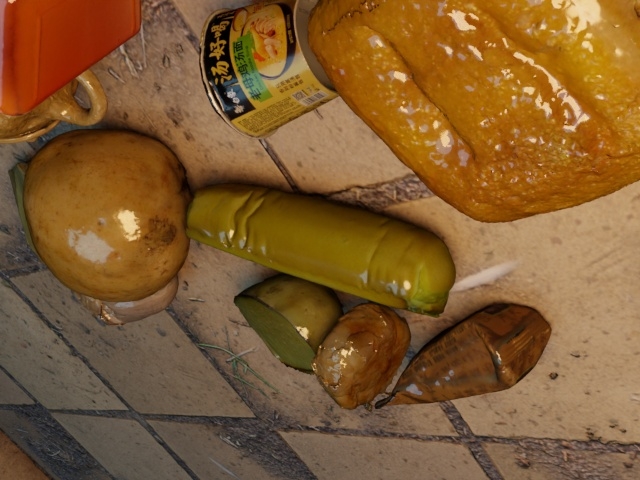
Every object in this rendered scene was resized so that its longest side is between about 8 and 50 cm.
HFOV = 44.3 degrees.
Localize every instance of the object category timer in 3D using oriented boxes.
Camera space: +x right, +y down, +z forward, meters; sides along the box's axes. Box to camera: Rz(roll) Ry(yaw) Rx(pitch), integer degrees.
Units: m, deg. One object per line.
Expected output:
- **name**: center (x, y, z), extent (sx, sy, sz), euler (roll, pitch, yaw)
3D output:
- **timer**: center (-0.365, -0.305, 0.886), extent (0.250, 0.257, 0.161), euler (27, 136, 9)

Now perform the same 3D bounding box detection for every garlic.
- **garlic**: center (-0.353, 0.052, 1.354), extent (0.228, 0.152, 0.228), euler (23, 137, 24)

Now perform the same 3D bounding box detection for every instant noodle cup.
- **instant noodle cup**: center (-0.039, -0.195, 0.852), extent (0.122, 0.151, 0.151), euler (-10, 125, 32)

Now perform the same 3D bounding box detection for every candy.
- **candy**: center (0.189, 0.167, 1.076), extent (0.271, 0.143, 0.101), euler (-38, 80, 49)

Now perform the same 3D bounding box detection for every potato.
- **potato**: center (-0.031, 0.109, 1.185), extent (0.160, 0.111, 0.272), euler (51, 164, -4)

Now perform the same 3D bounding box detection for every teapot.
- **teapot**: center (-0.412, -0.203, 1.074), extent (0.311, 0.203, 0.167), euler (11, 135, 23)

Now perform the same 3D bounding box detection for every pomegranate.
- **pomegranate**: center (-0.300, -0.035, 1.141), extent (0.260, 0.260, 0.260), euler (21, 141, 18)

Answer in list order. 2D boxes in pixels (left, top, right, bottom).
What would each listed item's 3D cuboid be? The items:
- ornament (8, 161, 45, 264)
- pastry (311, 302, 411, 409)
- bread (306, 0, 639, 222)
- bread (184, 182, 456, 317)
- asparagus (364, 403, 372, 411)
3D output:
- **ornament**: center (-0.511, -0.071, 1.401), extent (0.180, 0.059, 0.201), euler (43, 139, 28)
- **pastry**: center (0.055, 0.153, 1.054), extent (0.081, 0.153, 0.153), euler (38, 153, 43)
- **bread**: center (0.174, -0.155, 0.714), extent (0.328, 0.148, 0.337), euler (48, 142, -17)
- **bread**: center (0.000, 0.000, 1.044), extent (0.383, 0.112, 0.166), euler (16, 178, 26)
- **asparagus**: center (0.057, 0.241, 1.355), extent (0.013, 0.016, 0.166), euler (-10, 124, 27)
